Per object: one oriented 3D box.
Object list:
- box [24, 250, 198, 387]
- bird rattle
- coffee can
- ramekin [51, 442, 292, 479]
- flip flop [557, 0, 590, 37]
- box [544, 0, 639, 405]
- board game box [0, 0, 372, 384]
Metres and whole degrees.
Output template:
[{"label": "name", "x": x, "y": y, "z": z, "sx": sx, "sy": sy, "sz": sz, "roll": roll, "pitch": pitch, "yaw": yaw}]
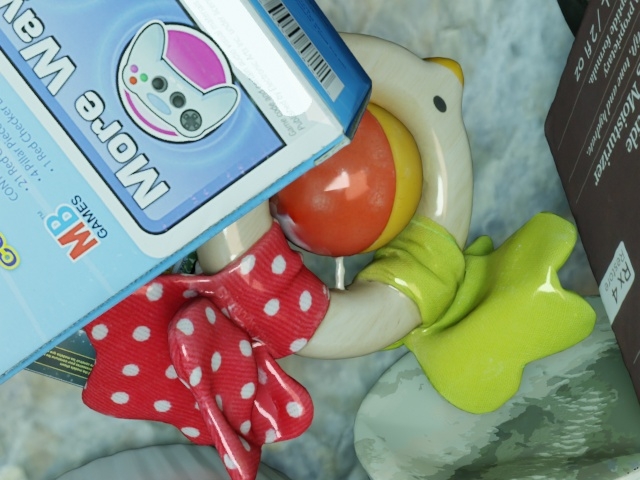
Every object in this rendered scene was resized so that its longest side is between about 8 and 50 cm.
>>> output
[{"label": "box", "x": -0.166, "y": -0.032, "z": 0.518, "sx": 0.233, "sy": 0.044, "sz": 0.159, "roll": 24, "pitch": 93, "yaw": -26}, {"label": "bird rattle", "x": 0.000, "y": 0.000, "z": 0.547, "sx": 0.253, "sy": 0.143, "sz": 0.207, "roll": -3, "pitch": 94, "yaw": -26}, {"label": "coffee can", "x": 0.153, "y": 0.199, "z": 0.624, "sx": 0.201, "sy": 0.201, "sz": 0.275, "roll": -25, "pitch": 111, "yaw": -15}, {"label": "ramekin", "x": -0.079, "y": 0.233, "z": 0.569, "sx": 0.272, "sy": 0.127, "sz": 0.273, "roll": -5, "pitch": 105, "yaw": -18}, {"label": "flip flop", "x": 0.156, "y": -0.213, "z": 0.573, "sx": 0.080, "sy": 0.112, "sz": 0.277, "roll": -32, "pitch": 117, "yaw": -8}, {"label": "box", "x": 0.226, "y": -0.040, "z": 0.505, "sx": 0.167, "sy": 0.203, "sz": 0.168, "roll": 0, "pitch": 140, "yaw": -9}, {"label": "board game box", "x": -0.193, "y": -0.080, "z": 0.364, "sx": 0.302, "sy": 0.086, "sz": 0.308, "roll": -34, "pitch": 101, "yaw": 18}]
